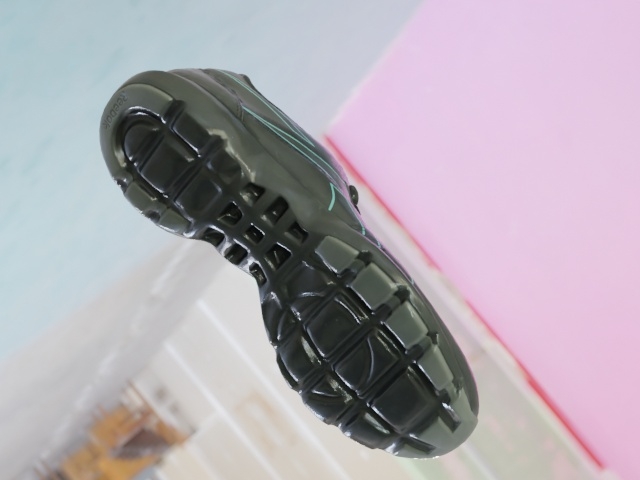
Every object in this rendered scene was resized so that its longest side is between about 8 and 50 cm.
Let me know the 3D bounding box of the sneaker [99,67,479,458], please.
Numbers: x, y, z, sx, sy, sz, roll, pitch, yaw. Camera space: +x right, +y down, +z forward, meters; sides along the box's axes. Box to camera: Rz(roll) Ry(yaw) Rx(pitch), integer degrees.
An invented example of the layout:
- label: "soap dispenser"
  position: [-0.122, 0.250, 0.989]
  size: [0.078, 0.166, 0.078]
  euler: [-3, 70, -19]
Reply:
- label: "sneaker"
  position: [0.000, 0.000, 0.853]
  size: [0.101, 0.267, 0.106]
  euler: [-45, 173, 33]
